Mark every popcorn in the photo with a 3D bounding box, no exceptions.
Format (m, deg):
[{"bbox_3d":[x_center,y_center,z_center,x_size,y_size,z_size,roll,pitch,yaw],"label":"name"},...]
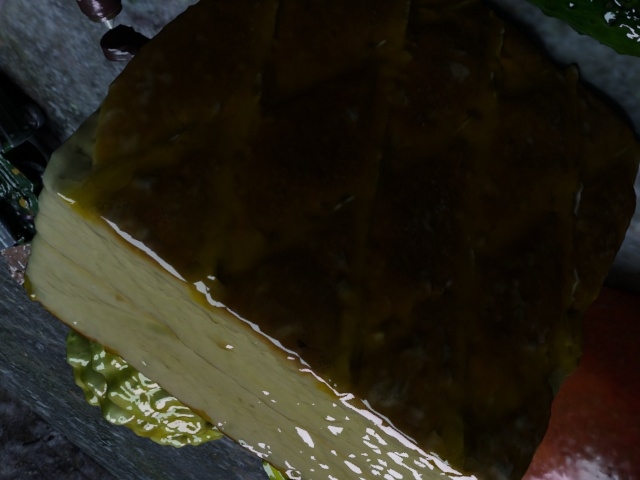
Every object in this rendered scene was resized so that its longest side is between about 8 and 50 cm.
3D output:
[{"bbox_3d":[-0.149,0.098,0.824,0.224,0.258,0.270,6,109,-10],"label":"popcorn"}]

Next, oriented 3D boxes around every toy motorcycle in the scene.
[{"bbox_3d":[-0.402,-0.105,0.872,0.187,0.125,0.274,-23,108,34],"label":"toy motorcycle"}]

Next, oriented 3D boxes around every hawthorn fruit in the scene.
[{"bbox_3d":[0.206,0.115,0.605,0.225,0.196,0.196,46,158,27],"label":"hawthorn fruit"}]

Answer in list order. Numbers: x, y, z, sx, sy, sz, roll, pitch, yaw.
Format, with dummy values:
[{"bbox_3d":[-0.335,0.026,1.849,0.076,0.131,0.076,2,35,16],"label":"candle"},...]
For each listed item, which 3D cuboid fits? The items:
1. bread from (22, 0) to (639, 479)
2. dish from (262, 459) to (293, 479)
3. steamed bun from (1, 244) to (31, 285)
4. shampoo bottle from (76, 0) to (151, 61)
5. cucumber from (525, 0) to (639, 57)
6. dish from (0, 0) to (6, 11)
[{"bbox_3d":[0.013,-0.016,0.477,0.279,0.279,0.207,39,152,-6],"label":"bread"},{"bbox_3d":[0.070,0.158,0.767,0.221,0.262,0.108,24,-169,18],"label":"dish"},{"bbox_3d":[-0.354,0.011,1.029,0.145,0.106,0.175,17,145,26],"label":"steamed bun"},{"bbox_3d":[-0.182,-0.231,0.548,0.068,0.067,0.236,28,152,29],"label":"shampoo bottle"},{"bbox_3d":[0.111,-0.153,0.385,0.227,0.069,0.069,31,151,-6],"label":"cucumber"},{"bbox_3d":[-0.310,-0.274,0.582,0.228,0.086,0.236,29,151,8],"label":"dish"}]
